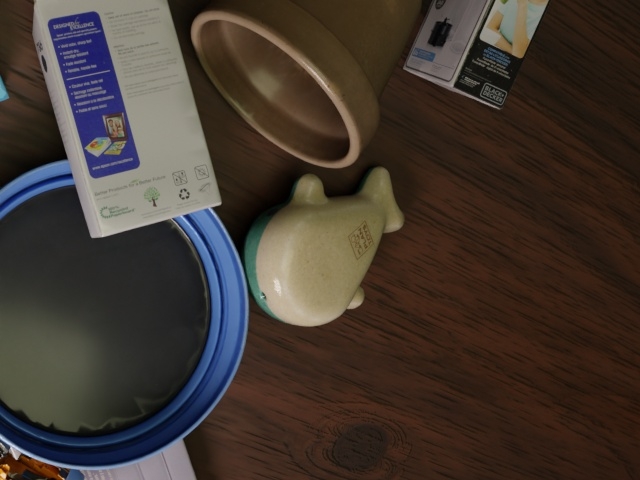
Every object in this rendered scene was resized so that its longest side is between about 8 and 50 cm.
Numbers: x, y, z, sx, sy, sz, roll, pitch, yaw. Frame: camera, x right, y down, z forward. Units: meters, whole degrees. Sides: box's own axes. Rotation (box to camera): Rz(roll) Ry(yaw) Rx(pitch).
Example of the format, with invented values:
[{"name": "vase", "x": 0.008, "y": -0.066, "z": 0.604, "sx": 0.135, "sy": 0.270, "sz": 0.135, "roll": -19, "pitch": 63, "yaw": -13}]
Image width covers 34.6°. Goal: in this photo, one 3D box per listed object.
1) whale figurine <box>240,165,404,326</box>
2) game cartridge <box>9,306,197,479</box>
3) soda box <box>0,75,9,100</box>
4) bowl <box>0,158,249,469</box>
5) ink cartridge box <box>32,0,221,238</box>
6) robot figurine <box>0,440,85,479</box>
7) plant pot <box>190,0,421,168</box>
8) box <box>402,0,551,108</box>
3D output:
[{"name": "whale figurine", "x": 0.000, "y": 0.000, "z": 1.444, "sx": 0.272, "sy": 0.141, "sz": 0.216, "roll": -41, "pitch": 121, "yaw": -32}, {"name": "game cartridge", "x": -0.314, "y": 0.274, "z": 1.436, "sx": 0.230, "sy": 0.068, "sz": 0.355, "roll": -18, "pitch": 113, "yaw": -11}, {"name": "soda box", "x": -0.483, "y": -0.169, "z": 1.211, "sx": 0.210, "sy": 0.067, "sz": 0.071, "roll": -23, "pitch": 115, "yaw": -14}, {"name": "bowl", "x": -0.284, "y": 0.089, "z": 1.310, "sx": 0.391, "sy": 0.077, "sz": 0.391, "roll": 1, "pitch": 88, "yaw": -26}, {"name": "ink cartridge box", "x": -0.244, "y": -0.182, "z": 1.263, "sx": 0.165, "sy": 0.065, "sz": 0.333, "roll": -16, "pitch": 96, "yaw": -24}, {"name": "robot figurine", "x": -0.430, "y": 0.318, "z": 1.342, "sx": 0.291, "sy": 0.085, "sz": 0.211, "roll": 35, "pitch": 115, "yaw": -9}, {"name": "plant pot", "x": 0.009, "y": -0.259, "z": 1.296, "sx": 0.229, "sy": 0.263, "sz": 0.263, "roll": -50, "pitch": 119, "yaw": -19}, {"name": "box", "x": 0.234, "y": -0.338, "z": 1.385, "sx": 0.087, "sy": 0.169, "sz": 0.290, "roll": 20, "pitch": 101, "yaw": -24}]
